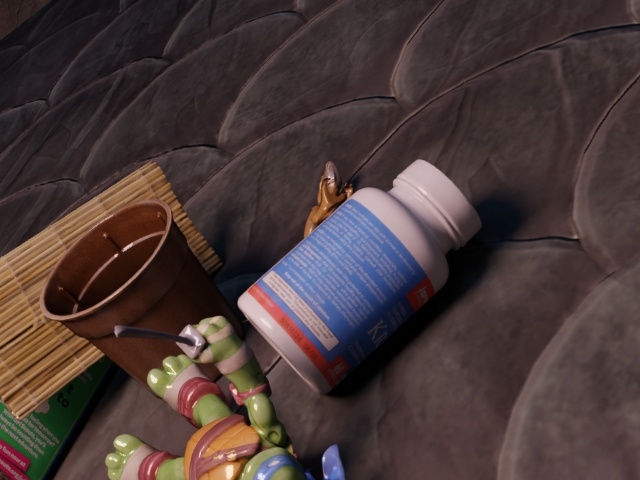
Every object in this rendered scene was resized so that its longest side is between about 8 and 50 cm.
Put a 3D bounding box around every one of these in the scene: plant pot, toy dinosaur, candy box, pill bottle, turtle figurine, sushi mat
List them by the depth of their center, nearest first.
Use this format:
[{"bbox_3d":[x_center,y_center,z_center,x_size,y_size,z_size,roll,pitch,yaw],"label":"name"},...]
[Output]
[{"bbox_3d":[-0.137,0.162,0.976,0.275,0.197,0.266,-3,0,-22],"label":"turtle figurine"},{"bbox_3d":[0.041,0.029,1.075,0.221,0.124,0.124,-42,31,-6],"label":"pill bottle"},{"bbox_3d":[-0.178,0.073,1.205,0.167,0.165,0.167,-26,32,18],"label":"plant pot"},{"bbox_3d":[0.000,0.000,1.241,0.211,0.064,0.112,-64,9,-32],"label":"toy dinosaur"},{"bbox_3d":[-0.255,0.047,1.257,0.316,0.151,0.019,-39,15,-36],"label":"sushi mat"},{"bbox_3d":[-0.416,0.223,1.295,0.268,0.122,0.317,-11,41,39],"label":"candy box"}]
